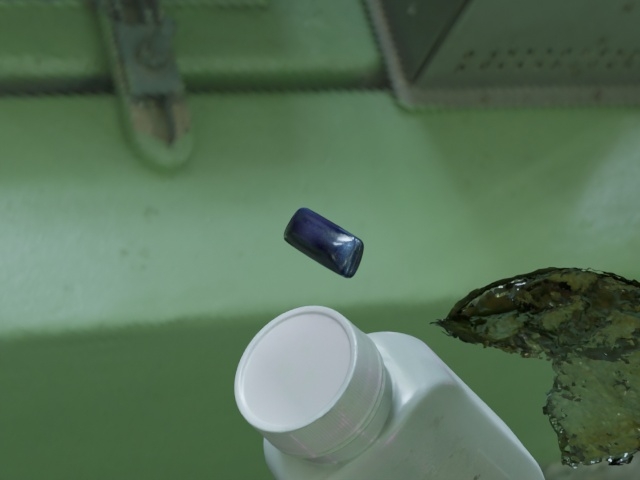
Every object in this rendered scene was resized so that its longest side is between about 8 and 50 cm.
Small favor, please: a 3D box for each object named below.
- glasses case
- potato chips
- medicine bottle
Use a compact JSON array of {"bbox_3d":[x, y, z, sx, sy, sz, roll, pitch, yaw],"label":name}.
[{"bbox_3d":[0.000,0.000,1.393,0.023,0.033,0.083,10,15,-44],"label":"glasses case"},{"bbox_3d":[0.198,0.091,1.332,0.220,0.202,0.029,30,45,-17],"label":"potato chips"},{"bbox_3d":[0.053,0.166,1.395,0.161,0.296,0.111,-43,47,4],"label":"medicine bottle"}]
